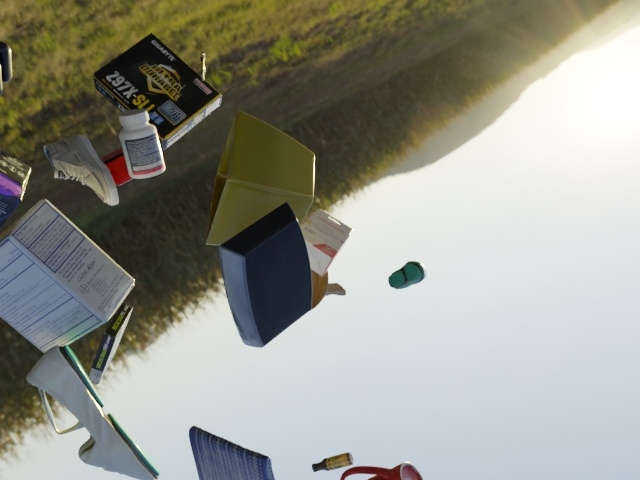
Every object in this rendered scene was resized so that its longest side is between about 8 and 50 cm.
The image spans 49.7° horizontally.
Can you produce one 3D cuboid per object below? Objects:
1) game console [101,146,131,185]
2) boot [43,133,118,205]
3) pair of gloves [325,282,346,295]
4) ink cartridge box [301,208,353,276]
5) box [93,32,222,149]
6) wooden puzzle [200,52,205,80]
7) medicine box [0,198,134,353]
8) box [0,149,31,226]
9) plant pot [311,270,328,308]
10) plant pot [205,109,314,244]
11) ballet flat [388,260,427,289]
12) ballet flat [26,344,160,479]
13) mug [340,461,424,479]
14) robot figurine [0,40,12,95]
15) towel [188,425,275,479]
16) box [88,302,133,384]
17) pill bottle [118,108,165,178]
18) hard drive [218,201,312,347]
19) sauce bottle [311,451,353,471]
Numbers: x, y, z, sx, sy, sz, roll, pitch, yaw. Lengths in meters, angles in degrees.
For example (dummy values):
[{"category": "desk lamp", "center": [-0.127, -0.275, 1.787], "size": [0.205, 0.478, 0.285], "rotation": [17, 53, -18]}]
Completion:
[{"category": "game console", "center": [-0.590, -0.245, 2.134], "size": [0.144, 0.124, 0.085], "rotation": [-30, 178, -11]}, {"category": "boot", "center": [-0.634, -0.174, 1.816], "size": [0.123, 0.258, 0.095], "rotation": [-21, 145, -31]}, {"category": "pair of gloves", "center": [-0.058, 0.138, 2.210], "size": [0.204, 0.042, 0.240], "rotation": [-1, -159, -37]}, {"category": "ink cartridge box", "center": [0.000, 0.000, 1.747], "size": [0.067, 0.115, 0.198], "rotation": [-60, 175, 28]}, {"category": "box", "center": [-0.522, -0.481, 2.216], "size": [0.257, 0.322, 0.079], "rotation": [-45, 173, -22]}, {"category": "wooden puzzle", "center": [-0.373, -0.550, 2.183], "size": [0.014, 0.079, 0.116], "rotation": [2, 167, -6]}, {"category": "medicine box", "center": [-0.639, 0.093, 1.615], "size": [0.263, 0.289, 0.149], "rotation": [-28, -156, 34]}, {"category": "box", "center": [-0.766, -0.072, 1.461], "size": [0.270, 0.165, 0.143], "rotation": [-43, -148, 16]}, {"category": "plant pot", "center": [-0.089, 0.096, 1.939], "size": [0.236, 0.236, 0.032], "rotation": [-35, 179, -31]}, {"category": "plant pot", "center": [-0.122, -0.112, 1.468], "size": [0.212, 0.187, 0.212], "rotation": [119, -21, -47]}, {"category": "ballet flat", "center": [0.327, 0.116, 2.444], "size": [0.087, 0.083, 0.247], "rotation": [-14, 171, -23]}, {"category": "ballet flat", "center": [-0.534, 0.429, 1.601], "size": [0.139, 0.400, 0.139], "rotation": [-33, -171, 6]}, {"category": "mug", "center": [0.135, 0.573, 1.558], "size": [0.169, 0.150, 0.113], "rotation": [-37, -140, 27]}, {"category": "robot figurine", "center": [-0.790, -0.387, 1.422], "size": [0.209, 0.278, 0.174], "rotation": [-119, -136, -76]}, {"category": "towel", "center": [-0.150, 0.487, 1.307], "size": [0.040, 0.243, 0.336], "rotation": [-16, -175, -33]}, {"category": "box", "center": [-0.652, 0.318, 2.141], "size": [0.184, 0.045, 0.191], "rotation": [-82, -164, -68]}, {"category": "pill bottle", "center": [-0.512, -0.276, 1.962], "size": [0.107, 0.180, 0.108], "rotation": [-7, -156, 3]}, {"category": "hard drive", "center": [-0.089, 0.073, 1.249], "size": [0.172, 0.255, 0.054], "rotation": [-35, -131, -28]}, {"category": "sauce bottle", "center": [0.037, 0.683, 2.117], "size": [0.128, 0.042, 0.042], "rotation": [-20, -173, 11]}]
